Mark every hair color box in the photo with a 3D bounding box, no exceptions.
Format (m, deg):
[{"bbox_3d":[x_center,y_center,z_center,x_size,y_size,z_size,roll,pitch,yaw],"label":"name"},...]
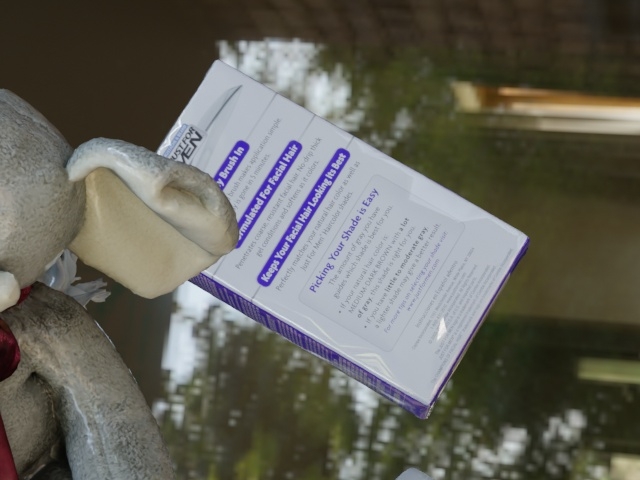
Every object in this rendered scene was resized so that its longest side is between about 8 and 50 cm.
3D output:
[{"bbox_3d":[0.000,0.000,1.451,0.185,0.339,0.110,-58,-7,-11],"label":"hair color box"}]

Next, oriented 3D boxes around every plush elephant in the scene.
[{"bbox_3d":[-0.191,0.038,0.781,0.255,0.272,0.330,95,-169,-46],"label":"plush elephant"}]

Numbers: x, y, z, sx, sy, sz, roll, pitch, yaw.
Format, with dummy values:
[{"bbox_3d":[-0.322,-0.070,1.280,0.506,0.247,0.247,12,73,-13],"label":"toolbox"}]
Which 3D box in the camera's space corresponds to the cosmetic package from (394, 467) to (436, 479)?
[{"bbox_3d":[0.115,0.450,1.105,0.329,0.327,0.393,-39,-51,-23],"label":"cosmetic package"}]
